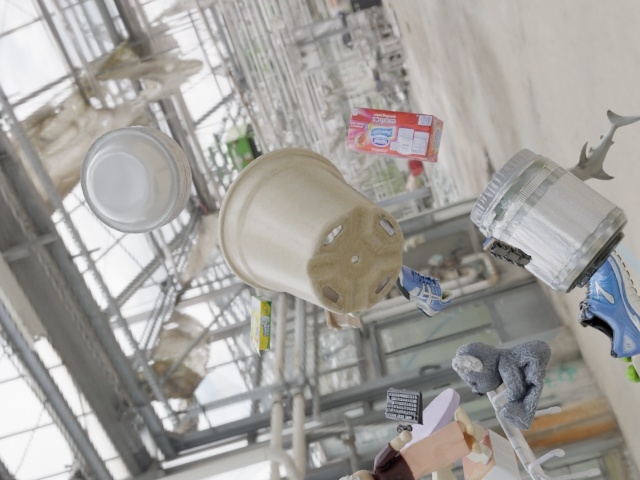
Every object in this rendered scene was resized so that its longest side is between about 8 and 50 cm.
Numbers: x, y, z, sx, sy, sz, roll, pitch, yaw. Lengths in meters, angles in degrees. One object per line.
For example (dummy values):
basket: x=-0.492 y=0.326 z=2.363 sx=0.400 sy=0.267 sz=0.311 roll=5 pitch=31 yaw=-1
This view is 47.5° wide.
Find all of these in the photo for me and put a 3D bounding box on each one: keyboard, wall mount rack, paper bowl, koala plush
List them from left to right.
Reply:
paper bowl: x=-0.495 y=-0.157 z=1.912 sx=0.148 sy=0.284 sz=0.284 roll=-41 pitch=-66 yaw=-74
keyboard: x=0.201 y=0.416 z=1.764 sx=0.180 sy=0.023 sz=0.108 roll=155 pitch=117 yaw=-70
koala plush: x=0.429 y=0.312 z=1.765 sx=0.196 sy=0.221 sz=0.203 roll=-13 pitch=-61 yaw=-70
wall mount rack: x=0.595 y=0.528 z=1.943 sx=0.304 sy=0.130 sz=0.350 roll=37 pitch=-158 yaw=-46

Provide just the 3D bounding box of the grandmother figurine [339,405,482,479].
grandmother figurine: x=0.199 y=0.521 z=1.676 sx=0.104 sy=0.342 sz=0.208 roll=-136 pitch=23 yaw=-72

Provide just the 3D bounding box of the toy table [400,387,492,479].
toy table: x=0.349 y=0.566 z=2.032 sx=0.161 sy=0.274 sz=0.252 roll=45 pitch=154 yaw=0

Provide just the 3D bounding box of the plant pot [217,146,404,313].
plant pot: x=0.000 y=0.000 z=1.502 sx=0.305 sy=0.333 sz=0.334 roll=30 pitch=146 yaw=55

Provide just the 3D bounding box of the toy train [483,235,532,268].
toy train: x=0.296 y=0.017 z=1.154 sx=0.158 sy=0.027 sz=0.036 roll=16 pitch=-149 yaw=-55

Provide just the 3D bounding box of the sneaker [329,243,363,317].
sneaker: x=0.053 y=0.105 z=1.829 sx=0.252 sy=0.103 sz=0.111 roll=46 pitch=-174 yaw=-44

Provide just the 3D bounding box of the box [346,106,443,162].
box: x=0.219 y=-0.310 z=2.140 sx=0.122 sy=0.256 sz=0.128 roll=2 pitch=-83 yaw=-66

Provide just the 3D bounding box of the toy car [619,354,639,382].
toy car: x=0.980 y=0.319 z=2.080 sx=0.155 sy=0.188 sz=0.149 roll=3 pitch=127 yaw=57

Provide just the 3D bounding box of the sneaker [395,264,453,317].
sneaker: x=0.241 y=0.106 z=1.744 sx=0.211 sy=0.081 sz=0.080 roll=38 pitch=-149 yaw=-42

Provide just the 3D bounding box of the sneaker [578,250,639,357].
sneaker: x=0.679 y=0.133 z=1.756 sx=0.130 sy=0.147 sz=0.330 roll=54 pitch=-164 yaw=-56

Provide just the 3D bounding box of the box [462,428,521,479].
box: x=0.482 y=0.647 z=2.069 sx=0.091 sy=0.130 sz=0.170 roll=32 pitch=-160 yaw=-8

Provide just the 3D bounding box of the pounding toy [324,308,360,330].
pounding toy: x=0.027 y=0.158 z=2.296 sx=0.154 sy=0.154 sz=0.270 roll=-22 pitch=-80 yaw=-71

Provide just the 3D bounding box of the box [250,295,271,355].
box: x=-0.190 y=0.272 z=2.314 sx=0.105 sy=0.043 sz=0.179 roll=-163 pitch=76 yaw=-68

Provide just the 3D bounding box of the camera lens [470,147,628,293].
camera lens: x=0.489 y=-0.039 z=1.553 sx=0.274 sy=0.219 sz=0.219 roll=40 pitch=175 yaw=19

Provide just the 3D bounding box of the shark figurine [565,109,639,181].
shark figurine: x=0.808 y=-0.233 z=2.086 sx=0.116 sy=0.278 sz=0.166 roll=38 pitch=172 yaw=28
